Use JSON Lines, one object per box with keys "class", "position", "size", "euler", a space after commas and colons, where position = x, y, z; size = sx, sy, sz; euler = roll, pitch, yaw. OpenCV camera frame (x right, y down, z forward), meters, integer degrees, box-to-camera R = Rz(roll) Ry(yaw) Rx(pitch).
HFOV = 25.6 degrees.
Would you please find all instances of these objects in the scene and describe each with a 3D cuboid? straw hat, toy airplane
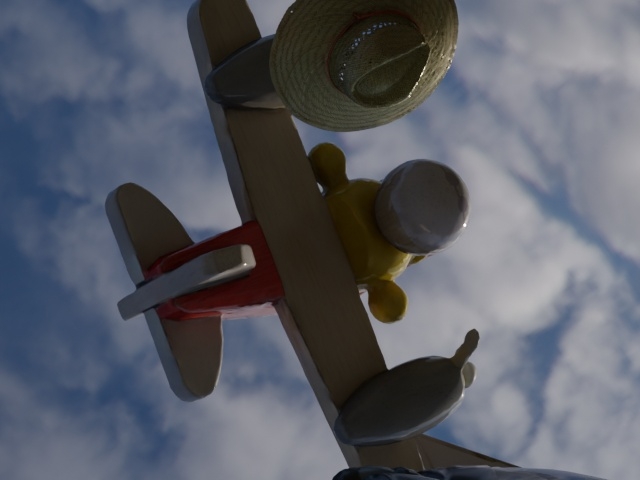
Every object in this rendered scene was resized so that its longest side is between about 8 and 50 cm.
{"class": "straw hat", "position": [0.042, -0.124, 0.975], "size": [0.144, 0.144, 0.061], "euler": [20, -161, -29]}
{"class": "toy airplane", "position": [0.000, 0.000, 1.259], "size": [0.386, 0.272, 0.384], "euler": [48, -147, -34]}

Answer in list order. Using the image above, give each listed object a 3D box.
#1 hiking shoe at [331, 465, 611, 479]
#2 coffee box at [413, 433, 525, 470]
{"class": "hiking shoe", "position": [0.116, 0.131, 0.479], "size": [0.132, 0.304, 0.113], "euler": [-3, -80, -27]}
{"class": "coffee box", "position": [0.139, 0.294, 1.449], "size": [0.141, 0.246, 0.098], "euler": [19, -112, 7]}
